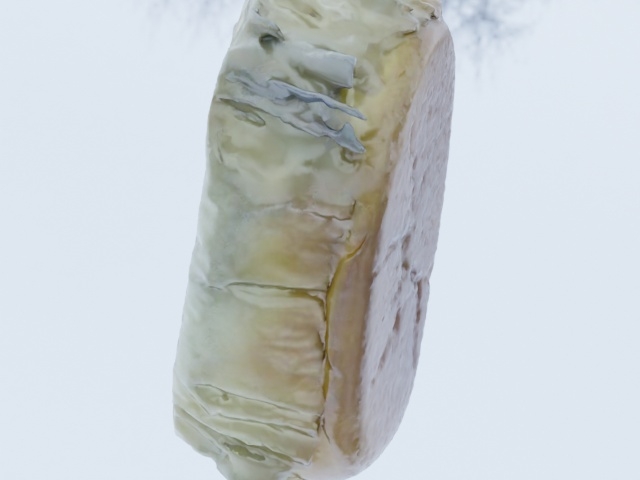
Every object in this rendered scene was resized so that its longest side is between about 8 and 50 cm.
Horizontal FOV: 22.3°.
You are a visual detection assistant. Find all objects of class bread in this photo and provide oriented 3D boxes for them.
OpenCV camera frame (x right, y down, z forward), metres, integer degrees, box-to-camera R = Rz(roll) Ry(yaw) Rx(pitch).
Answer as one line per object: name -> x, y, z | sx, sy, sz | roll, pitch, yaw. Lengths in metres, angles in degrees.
bread -> 0.001, -0.007, 1.181 | 0.183, 0.389, 0.236 | 11, -152, 1
